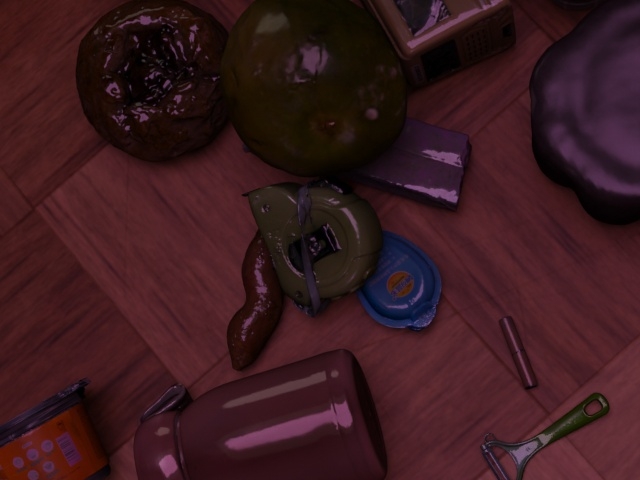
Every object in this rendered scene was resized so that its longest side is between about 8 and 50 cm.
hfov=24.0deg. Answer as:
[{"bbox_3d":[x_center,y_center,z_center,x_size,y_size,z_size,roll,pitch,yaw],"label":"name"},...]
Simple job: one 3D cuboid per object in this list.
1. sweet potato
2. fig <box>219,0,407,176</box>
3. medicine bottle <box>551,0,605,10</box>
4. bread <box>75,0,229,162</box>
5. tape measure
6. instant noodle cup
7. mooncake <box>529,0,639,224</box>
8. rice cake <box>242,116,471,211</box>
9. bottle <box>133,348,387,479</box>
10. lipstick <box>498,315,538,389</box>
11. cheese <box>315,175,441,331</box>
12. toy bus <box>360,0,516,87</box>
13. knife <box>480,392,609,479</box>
[{"bbox_3d":[-0.076,0.063,1.948,0.065,0.051,0.218,13,79,-2],"label":"sweet potato"},{"bbox_3d":[-0.026,-0.205,1.901,0.233,0.314,0.233,-6,107,-20],"label":"fig"},{"bbox_3d":[0.322,-0.380,1.873,0.131,0.250,0.131,-2,78,10],"label":"medicine bottle"},{"bbox_3d":[-0.219,-0.223,2.001,0.229,0.123,0.230,-3,75,10],"label":"bread"},{"bbox_3d":[0.000,0.000,1.893,0.154,0.087,0.178,-20,92,21],"label":"tape measure"},{"bbox_3d":[-0.344,0.271,1.899,0.208,0.177,0.126,-31,90,40],"label":"instant noodle cup"},{"bbox_3d":[0.409,-0.164,1.861,0.306,0.154,0.306,-2,78,8],"label":"mooncake"},{"bbox_3d":[0.053,-0.125,1.964,0.297,0.050,0.106,16,73,13],"label":"rice cake"},{"bbox_3d":[-0.080,0.242,1.859,0.296,0.173,0.206,-18,44,8],"label":"bottle"},{"bbox_3d":[0.248,0.141,1.890,0.019,0.019,0.094,-21,75,5],"label":"lipstick"},{"bbox_3d":[0.065,0.013,1.943,0.106,0.037,0.256,-37,68,-1],"label":"cheese"},{"bbox_3d":[0.107,-0.395,1.953,0.201,0.177,0.365,-28,74,3],"label":"toy bus"},{"bbox_3d":[0.281,0.238,1.860,0.166,0.022,0.078,-33,81,3],"label":"knife"}]
